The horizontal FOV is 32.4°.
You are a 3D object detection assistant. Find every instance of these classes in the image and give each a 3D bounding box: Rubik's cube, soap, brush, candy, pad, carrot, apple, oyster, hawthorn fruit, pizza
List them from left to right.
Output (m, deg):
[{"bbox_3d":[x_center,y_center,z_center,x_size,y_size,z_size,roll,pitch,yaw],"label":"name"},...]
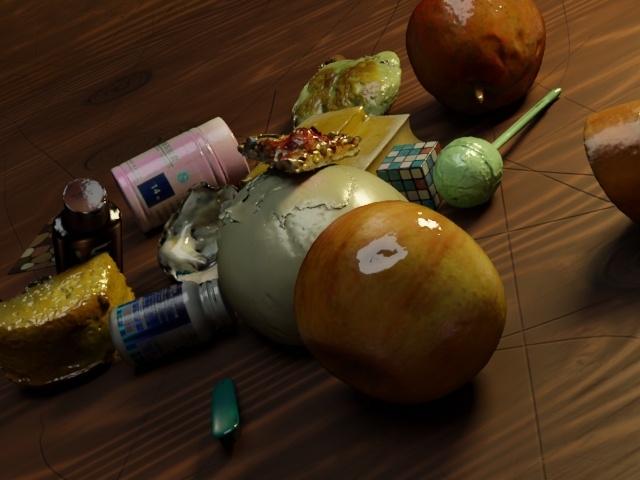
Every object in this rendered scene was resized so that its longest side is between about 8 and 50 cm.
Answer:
[{"bbox_3d":[-0.577,-0.003,2.425,0.158,0.003,0.235,-11,29,22],"label":"pad"},{"bbox_3d":[-0.205,0.002,2.024,0.214,0.083,0.223,-48,49,18],"label":"oyster"},{"bbox_3d":[-0.136,0.251,1.609,0.043,0.032,0.193,-27,15,1],"label":"brush"},{"bbox_3d":[-0.027,-0.147,1.724,0.201,0.053,0.193,-3,16,-6],"label":"pizza"},{"bbox_3d":[0.027,-0.133,2.063,0.259,0.143,0.281,-2,29,29],"label":"soap"},{"bbox_3d":[0.101,0.086,1.466,0.286,0.286,0.233,14,60,50],"label":"apple"},{"bbox_3d":[0.167,-0.112,1.956,0.092,0.092,0.092,-3,33,33],"label":"Rubik's cube"},{"bbox_3d":[0.303,-0.361,2.152,0.277,0.277,0.298,-14,47,16],"label":"hawthorn fruit"},{"bbox_3d":[0.334,-0.187,1.983,0.119,0.119,0.440,0,27,37],"label":"candy"},{"bbox_3d":[0.564,-0.131,1.585,0.331,0.214,0.193,-18,56,17],"label":"carrot"}]

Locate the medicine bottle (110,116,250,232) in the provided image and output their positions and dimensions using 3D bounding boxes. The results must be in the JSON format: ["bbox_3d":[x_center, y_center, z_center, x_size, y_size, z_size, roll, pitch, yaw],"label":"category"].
[{"bbox_3d":[-0.289,-0.137,2.285,0.254,0.152,0.152,-29,28,-10],"label":"medicine bottle"}]

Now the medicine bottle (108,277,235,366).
[{"bbox_3d":[-0.243,0.130,1.815,0.191,0.107,0.107,-20,27,5],"label":"medicine bottle"}]

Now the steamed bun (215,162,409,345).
[{"bbox_3d":[0.000,0.000,1.729,0.334,0.233,0.312,-34,28,-18],"label":"steamed bun"}]

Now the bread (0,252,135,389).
[{"bbox_3d":[-0.428,0.150,1.873,0.261,0.160,0.147,-24,33,-15],"label":"bread"}]

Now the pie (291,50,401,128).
[{"bbox_3d":[0.056,-0.310,2.415,0.274,0.105,0.257,5,53,47],"label":"pie"}]

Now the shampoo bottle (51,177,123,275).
[{"bbox_3d":[-0.410,0.010,1.951,0.129,0.323,0.084,-18,63,-21],"label":"shampoo bottle"}]
